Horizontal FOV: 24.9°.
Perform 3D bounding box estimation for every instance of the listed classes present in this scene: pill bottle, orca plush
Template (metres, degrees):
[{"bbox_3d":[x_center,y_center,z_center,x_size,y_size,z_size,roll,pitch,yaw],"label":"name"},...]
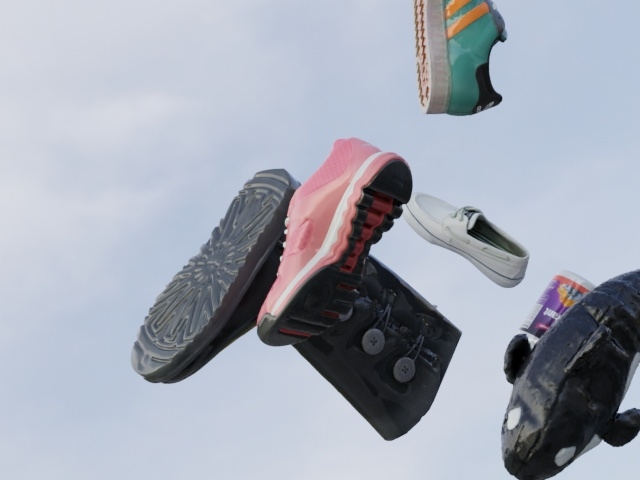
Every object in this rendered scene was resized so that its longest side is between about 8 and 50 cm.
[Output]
[{"bbox_3d":[0.395,0.155,2.450,0.193,0.108,0.108,-56,-29,-8],"label":"pill bottle"},{"bbox_3d":[0.283,0.113,1.414,0.287,0.151,0.102,-34,-13,-17],"label":"orca plush"}]

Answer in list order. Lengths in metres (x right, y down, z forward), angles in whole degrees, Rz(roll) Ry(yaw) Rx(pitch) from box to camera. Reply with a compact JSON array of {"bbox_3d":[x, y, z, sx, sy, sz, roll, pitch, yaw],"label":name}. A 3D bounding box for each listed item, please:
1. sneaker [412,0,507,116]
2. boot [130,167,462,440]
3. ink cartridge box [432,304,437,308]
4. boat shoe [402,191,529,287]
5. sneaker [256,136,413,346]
[{"bbox_3d":[0.198,-0.321,2.040,0.121,0.302,0.108,1,-7,-10],"label":"sneaker"},{"bbox_3d":[-0.022,0.164,2.177,0.367,0.146,0.445,-53,-55,-10],"label":"boot"},{"bbox_3d":[0.125,0.188,2.619,0.115,0.067,0.198,6,-38,-30],"label":"ink cartridge box"},{"bbox_3d":[0.231,-0.020,2.252,0.083,0.226,0.076,-47,-16,-42],"label":"boat shoe"},{"bbox_3d":[0.001,0.000,1.978,0.116,0.136,0.314,25,-79,-49],"label":"sneaker"}]
